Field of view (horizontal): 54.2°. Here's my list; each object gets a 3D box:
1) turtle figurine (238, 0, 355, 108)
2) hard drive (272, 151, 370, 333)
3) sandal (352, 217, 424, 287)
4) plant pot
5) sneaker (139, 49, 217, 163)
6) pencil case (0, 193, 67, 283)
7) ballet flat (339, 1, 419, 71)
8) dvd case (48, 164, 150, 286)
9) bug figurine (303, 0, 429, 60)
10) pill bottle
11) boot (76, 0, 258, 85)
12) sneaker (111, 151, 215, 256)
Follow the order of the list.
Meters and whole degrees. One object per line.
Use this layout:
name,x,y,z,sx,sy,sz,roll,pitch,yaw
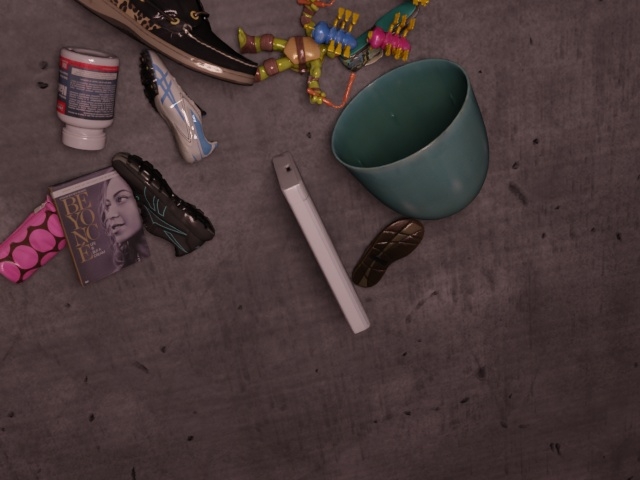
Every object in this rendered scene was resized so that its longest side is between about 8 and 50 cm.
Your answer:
turtle figurine,-0.050,-0.386,1.242,0.218,0.087,0.269,-6,92,-4
hard drive,0.000,0.000,1.332,0.047,0.233,0.352,-25,115,1
sandal,0.153,0.023,1.470,0.090,0.060,0.219,29,120,-14
plant pot,0.206,-0.181,1.275,0.293,0.293,0.235,-36,130,6
sneaker,-0.287,-0.273,1.258,0.086,0.085,0.237,-35,113,-23
pencil case,-0.595,-0.004,1.306,0.209,0.095,0.098,-43,148,7
ballet flat,0.125,-0.412,1.281,0.188,0.070,0.070,-32,114,7
dvd case,-0.453,-0.035,1.306,0.165,0.018,0.221,-28,120,-38
bug figurine,0.097,-0.454,1.190,0.216,0.072,0.278,19,82,-14
pill bottle,-0.450,-0.272,1.206,0.108,0.108,0.180,8,111,-13
boot,-0.237,-0.474,1.118,0.378,0.138,0.284,30,103,2
sneaker,-0.345,-0.070,1.316,0.106,0.101,0.267,-39,113,10
